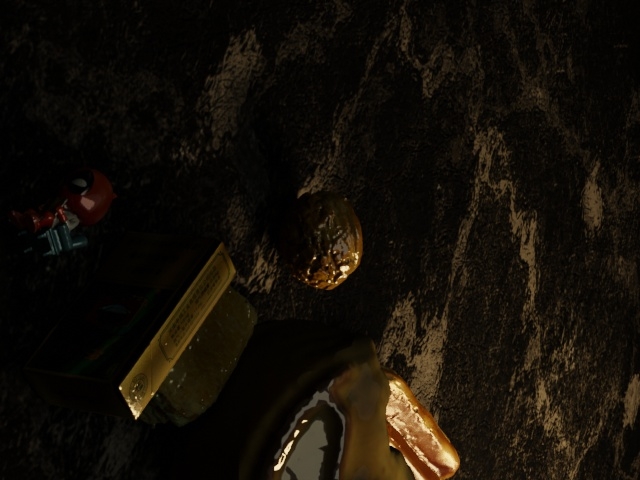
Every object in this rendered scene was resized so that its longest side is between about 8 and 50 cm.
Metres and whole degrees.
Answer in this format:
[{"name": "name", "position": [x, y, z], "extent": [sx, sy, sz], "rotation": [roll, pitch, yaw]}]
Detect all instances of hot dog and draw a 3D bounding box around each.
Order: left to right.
[{"name": "hot dog", "position": [0.124, 0.322, 2.070], "extent": [0.135, 0.100, 0.337], "rotation": [-58, 136, -20]}]

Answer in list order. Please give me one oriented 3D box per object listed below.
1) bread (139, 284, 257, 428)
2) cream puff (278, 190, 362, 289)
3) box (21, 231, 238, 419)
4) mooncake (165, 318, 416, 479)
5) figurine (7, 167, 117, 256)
[{"name": "bread", "position": [-0.178, 0.132, 1.629], "extent": [0.138, 0.102, 0.196], "rotation": [54, 54, -39]}, {"name": "cream puff", "position": [-0.004, 0.001, 1.834], "extent": [0.103, 0.126, 0.144], "rotation": [-16, 98, -36]}, {"name": "box", "position": [-0.222, 0.095, 1.515], "extent": [0.240, 0.159, 0.071], "rotation": [-58, 138, -35]}, {"name": "mooncake", "position": [-0.002, 0.325, 1.744], "extent": [0.394, 0.246, 0.393], "rotation": [32, 73, -38]}, {"name": "figurine", "position": [-0.290, -0.034, 1.482], "extent": [0.140, 0.068, 0.075], "rotation": [-40, 122, -42]}]
